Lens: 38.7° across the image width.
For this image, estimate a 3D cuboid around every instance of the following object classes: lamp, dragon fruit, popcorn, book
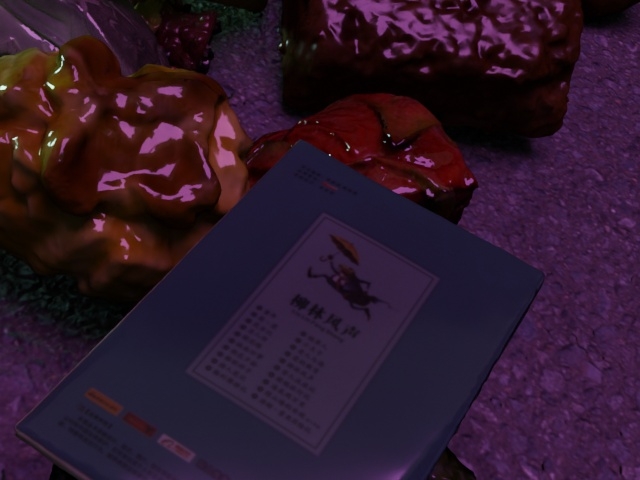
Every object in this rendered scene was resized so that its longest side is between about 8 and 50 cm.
[{"bbox_3d":[-0.249,-0.271,1.114,0.253,0.118,0.118,19,47,-12],"label":"lamp"},{"bbox_3d":[0.000,0.000,0.961,0.330,0.302,0.240,-35,101,-22],"label":"dragon fruit"},{"bbox_3d":[-0.223,-0.067,0.855,0.265,0.225,0.332,17,-2,-43],"label":"popcorn"},{"bbox_3d":[-0.008,0.084,0.716,0.264,0.031,0.379,32,52,13],"label":"book"}]

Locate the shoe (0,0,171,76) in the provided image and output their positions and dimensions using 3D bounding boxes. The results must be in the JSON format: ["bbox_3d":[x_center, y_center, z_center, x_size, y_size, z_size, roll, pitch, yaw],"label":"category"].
[{"bbox_3d":[-0.319,-0.211,1.010,0.342,0.211,0.132,49,23,-22],"label":"shoe"}]

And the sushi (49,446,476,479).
[{"bbox_3d":[-0.042,0.241,0.718,0.352,0.178,0.294,41,51,17],"label":"sushi"}]

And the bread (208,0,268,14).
[{"bbox_3d":[-0.201,-0.377,1.141,0.245,0.361,0.233,-40,75,-12],"label":"bread"}]

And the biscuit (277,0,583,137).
[{"bbox_3d":[0.142,-0.324,1.221,0.395,0.166,0.342,3,63,-12],"label":"biscuit"}]

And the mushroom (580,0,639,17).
[{"bbox_3d":[0.461,-0.498,1.543,0.267,0.254,0.267,-4,76,15],"label":"mushroom"}]
